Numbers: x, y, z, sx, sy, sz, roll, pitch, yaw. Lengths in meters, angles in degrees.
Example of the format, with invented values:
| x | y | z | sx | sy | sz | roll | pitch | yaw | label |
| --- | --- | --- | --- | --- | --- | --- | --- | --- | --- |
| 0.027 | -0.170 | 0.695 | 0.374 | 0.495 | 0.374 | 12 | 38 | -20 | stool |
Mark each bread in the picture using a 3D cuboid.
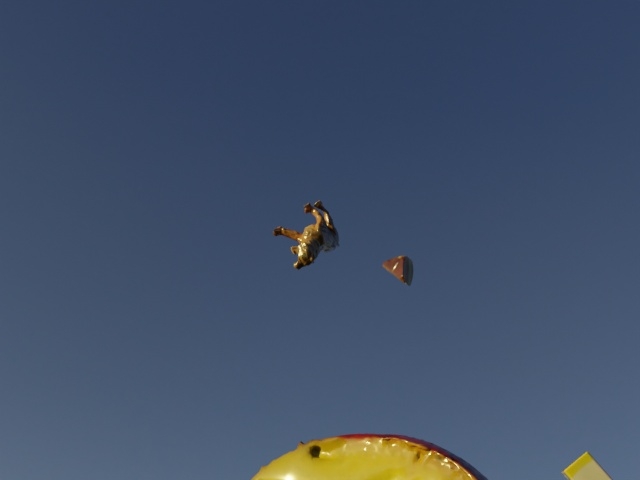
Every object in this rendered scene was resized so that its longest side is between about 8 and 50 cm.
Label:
| x | y | z | sx | sy | sz | roll | pitch | yaw | label |
| --- | --- | --- | --- | --- | --- | --- | --- | --- | --- |
| 0.208 | 0.069 | 1.860 | 0.043 | 0.109 | 0.062 | 31 | -83 | -33 | bread |

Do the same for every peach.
| x | y | z | sx | sy | sz | roll | pitch | yaw | label |
| --- | --- | --- | --- | --- | --- | --- | --- | --- | --- |
| 0.086 | 0.401 | 0.880 | 0.380 | 0.306 | 0.242 | 4 | -29 | 41 | peach |

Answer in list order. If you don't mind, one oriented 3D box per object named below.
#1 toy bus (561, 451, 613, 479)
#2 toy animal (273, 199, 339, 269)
| x | y | z | sx | sy | sz | roll | pitch | yaw | label |
| --- | --- | --- | --- | --- | --- | --- | --- | --- | --- |
| 0.393 | 0.352 | 1.023 | 0.052 | 0.102 | 0.058 | -38 | -26 | -2 | toy bus |
| 0.005 | -0.006 | 1.604 | 0.114 | 0.116 | 0.255 | -46 | -19 | 14 | toy animal |
